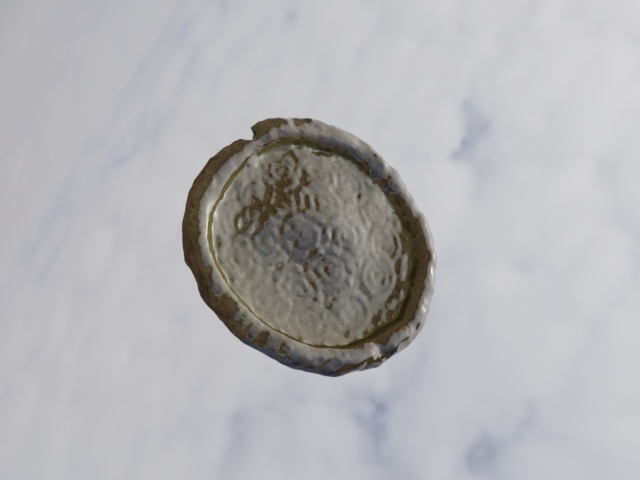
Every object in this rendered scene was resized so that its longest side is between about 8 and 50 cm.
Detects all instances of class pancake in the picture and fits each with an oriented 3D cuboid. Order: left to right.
[{"bbox_3d":[-0.001,0.000,0.594,0.021,0.199,0.199,-31,-143,57],"label":"pancake"}]
